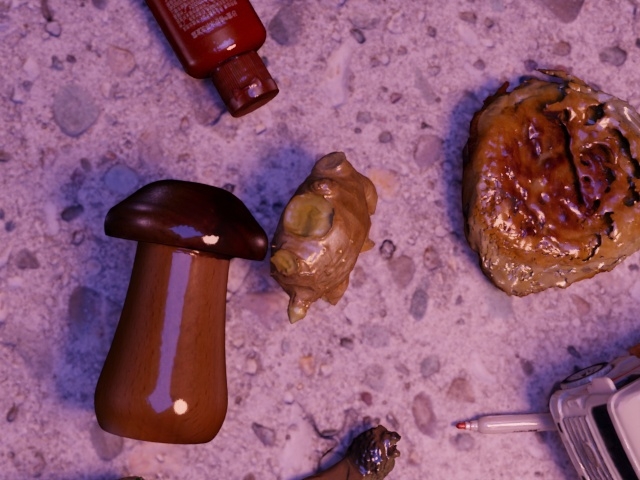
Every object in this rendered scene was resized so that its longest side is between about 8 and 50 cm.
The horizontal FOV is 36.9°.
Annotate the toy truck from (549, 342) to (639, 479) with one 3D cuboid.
[{"bbox_3d":[0.484,0.170,1.134,0.388,0.207,0.173,-25,86,-15],"label":"toy truck"}]

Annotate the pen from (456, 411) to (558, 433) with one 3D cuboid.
[{"bbox_3d":[0.278,0.230,1.210,0.218,0.026,0.026,-2,82,-6],"label":"pen"}]

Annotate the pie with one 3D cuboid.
[{"bbox_3d":[0.315,-0.077,1.229,0.308,0.085,0.308,1,81,-7],"label":"pie"}]

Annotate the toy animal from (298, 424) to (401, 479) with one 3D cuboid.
[{"bbox_3d":[0.013,0.311,1.154,0.220,0.069,0.086,-32,67,-14],"label":"toy animal"}]

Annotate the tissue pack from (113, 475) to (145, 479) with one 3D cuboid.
[{"bbox_3d":[-0.291,0.378,1.076,0.222,0.090,0.186,-11,85,-22],"label":"tissue pack"}]

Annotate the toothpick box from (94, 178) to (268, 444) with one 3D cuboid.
[{"bbox_3d":[-0.167,0.078,1.109,0.192,0.192,0.294,9,86,-5],"label":"toothpick box"}]

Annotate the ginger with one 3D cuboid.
[{"bbox_3d":[0.000,0.000,1.158,0.102,0.157,0.216,17,75,23],"label":"ginger"}]

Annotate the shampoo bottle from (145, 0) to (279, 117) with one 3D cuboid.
[{"bbox_3d":[-0.158,-0.307,1.218,0.118,0.076,0.314,-30,86,-10],"label":"shampoo bottle"}]
